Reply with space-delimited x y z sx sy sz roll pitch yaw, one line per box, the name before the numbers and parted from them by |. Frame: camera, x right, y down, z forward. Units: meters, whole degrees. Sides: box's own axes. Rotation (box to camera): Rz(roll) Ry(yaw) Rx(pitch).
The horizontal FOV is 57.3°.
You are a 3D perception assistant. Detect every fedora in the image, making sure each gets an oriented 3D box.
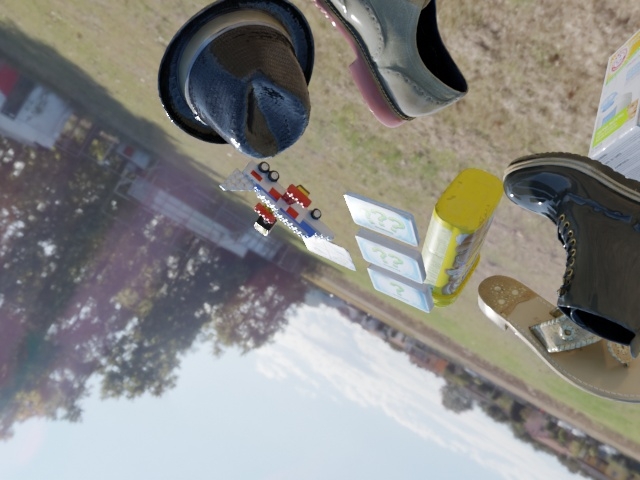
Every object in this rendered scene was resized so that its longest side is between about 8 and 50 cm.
fedora | -0.113 -0.254 1.026 0.153 0.334 0.334 56 -173 25

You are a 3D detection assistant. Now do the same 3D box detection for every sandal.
sandal | 0.279 0.092 0.675 0.240 0.088 0.079 34 151 43

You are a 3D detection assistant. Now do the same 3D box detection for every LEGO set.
LEGO set | 0.000 0.000 0.653 0.244 0.060 0.182 24 156 30

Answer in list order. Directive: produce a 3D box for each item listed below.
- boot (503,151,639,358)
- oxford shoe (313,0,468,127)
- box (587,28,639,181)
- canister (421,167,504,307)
boot | 0.217 0.002 0.510 0.197 0.137 0.077 26 160 50
oxford shoe | 0.070 -0.305 0.693 0.130 0.123 0.348 -8 127 43
box | 0.477 -0.201 0.838 0.103 0.203 0.114 22 160 -3
canister | 0.190 -0.003 0.819 0.073 0.126 0.170 29 144 20
